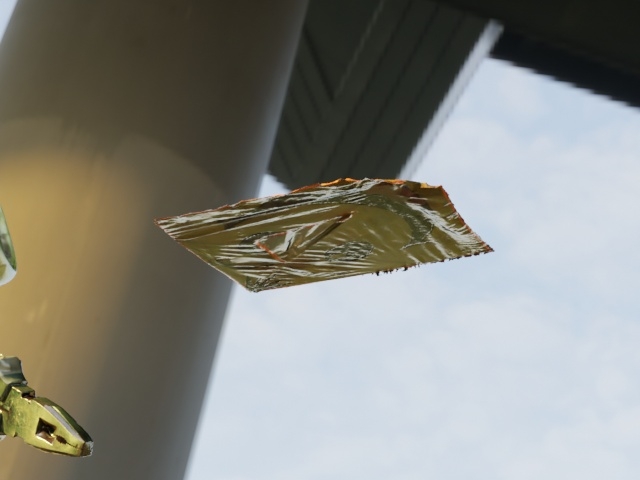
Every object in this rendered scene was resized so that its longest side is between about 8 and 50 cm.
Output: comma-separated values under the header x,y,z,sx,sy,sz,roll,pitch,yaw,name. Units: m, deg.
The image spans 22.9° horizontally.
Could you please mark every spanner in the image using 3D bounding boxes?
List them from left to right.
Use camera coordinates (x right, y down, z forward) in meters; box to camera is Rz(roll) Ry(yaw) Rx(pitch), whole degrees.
x,y,z,sx,sy,sz,roll,pitch,yaw,name
-0.351,0.150,1.626,0.324,0.096,0.040,23,14,33,spanner

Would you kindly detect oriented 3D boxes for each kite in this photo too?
x,y,z,sx,sy,sz,roll,pitch,yaw,name
0.000,0.002,1.597,0.377,0.013,0.327,6,-24,-28,kite

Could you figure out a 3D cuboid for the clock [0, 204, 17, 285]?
x,y,z,sx,sy,sz,roll,pitch,yaw,name
-0.409,-0.032,1.752,0.096,0.235,0.308,-19,-71,-6,clock
